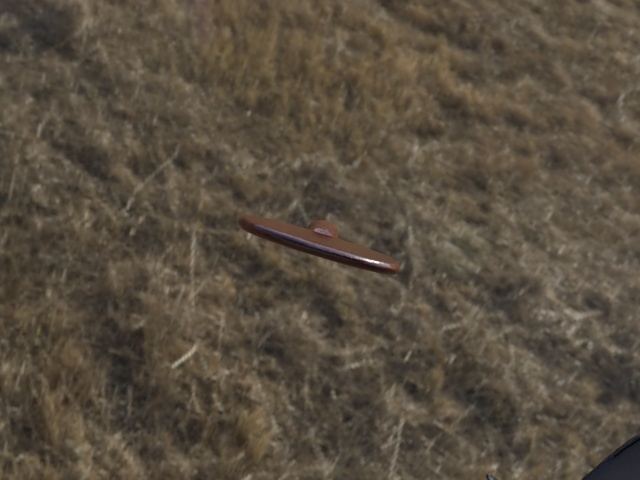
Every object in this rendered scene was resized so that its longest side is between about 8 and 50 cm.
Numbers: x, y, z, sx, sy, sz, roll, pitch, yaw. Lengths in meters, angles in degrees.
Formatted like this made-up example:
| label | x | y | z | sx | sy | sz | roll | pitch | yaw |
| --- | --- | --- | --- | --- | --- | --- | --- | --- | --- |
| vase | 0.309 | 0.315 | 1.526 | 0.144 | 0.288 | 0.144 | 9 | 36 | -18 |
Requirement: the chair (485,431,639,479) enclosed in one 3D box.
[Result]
| label | x | y | z | sx | sy | sz | roll | pitch | yaw |
| --- | --- | --- | --- | --- | --- | --- | --- | --- | --- |
| chair | 0.208 | 0.175 | 0.556 | 0.172 | 0.158 | 0.247 | 47 | 9 | 0 |

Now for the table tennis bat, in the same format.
| label | x | y | z | sx | sy | sz | roll | pitch | yaw |
| --- | --- | --- | --- | --- | --- | --- | --- | --- | --- |
| table tennis bat | 0.000 | 0.000 | 0.635 | 0.098 | 0.019 | 0.155 | 17 | 3 | 0 |
